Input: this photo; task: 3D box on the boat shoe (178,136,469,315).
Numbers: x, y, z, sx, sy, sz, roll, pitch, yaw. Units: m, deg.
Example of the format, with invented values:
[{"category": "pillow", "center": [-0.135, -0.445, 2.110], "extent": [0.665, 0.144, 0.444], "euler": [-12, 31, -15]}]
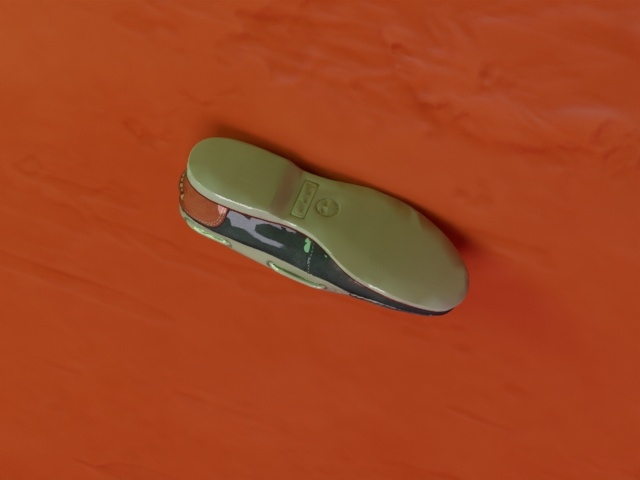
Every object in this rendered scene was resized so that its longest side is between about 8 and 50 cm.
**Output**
[{"category": "boat shoe", "center": [0.000, 0.000, 0.862], "extent": [0.137, 0.049, 0.043], "euler": [25, 142, 4]}]
